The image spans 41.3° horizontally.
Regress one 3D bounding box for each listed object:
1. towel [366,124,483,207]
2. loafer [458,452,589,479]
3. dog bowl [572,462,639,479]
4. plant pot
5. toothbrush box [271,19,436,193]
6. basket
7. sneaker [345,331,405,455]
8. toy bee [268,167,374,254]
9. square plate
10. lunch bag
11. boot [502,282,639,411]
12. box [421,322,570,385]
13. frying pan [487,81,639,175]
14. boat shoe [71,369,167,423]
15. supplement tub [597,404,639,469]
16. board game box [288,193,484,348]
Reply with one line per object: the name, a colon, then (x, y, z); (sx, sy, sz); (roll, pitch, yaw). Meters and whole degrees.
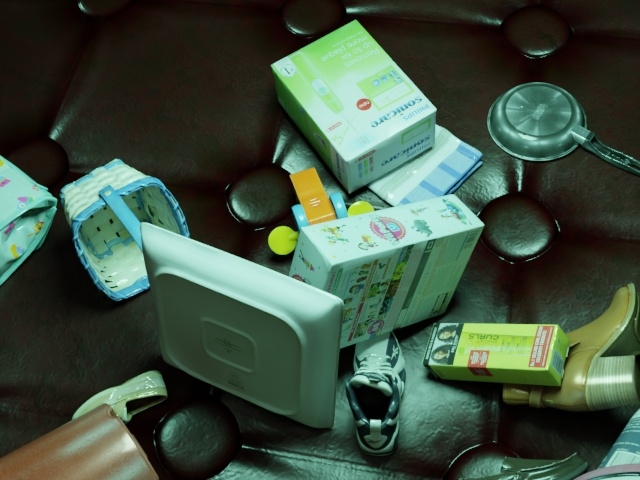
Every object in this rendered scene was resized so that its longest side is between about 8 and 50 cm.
towel: (0.157, -0.181, 1.704); (0.209, 0.034, 0.285); (-42, 65, -16)
loafer: (0.316, 0.374, 1.343); (0.219, 0.080, 0.078); (-18, 61, -4)
dog bowl: (0.444, 0.473, 1.115); (0.407, 0.408, 0.150); (20, 30, 16)
plant pot: (-0.391, 0.407, 1.306); (0.265, 0.272, 0.272); (-32, 62, -21)
toothbrush box: (0.064, -0.267, 1.673); (0.206, 0.122, 0.283); (-30, 64, -11)
basket: (-0.332, 0.001, 1.523); (0.201, 0.255, 0.289); (-29, 50, -14)
sneaker: (0.093, 0.224, 1.409); (0.094, 0.153, 0.235); (6, 61, 8)
toy bee: (0.000, 0.000, 1.568); (0.195, 0.162, 0.298); (-5, 35, 12)
square plate: (-0.134, 0.156, 1.362); (0.347, 0.344, 0.049); (21, 48, 16)
lunch bag: (-0.662, -0.039, 1.635); (0.223, 0.160, 0.262); (34, 75, 23)
boot: (0.433, 0.182, 1.441); (0.220, 0.109, 0.283); (-9, 36, 30)
box: (0.287, 0.187, 1.405); (0.232, 0.058, 0.087); (-2, 55, 40)
frying pan: (0.471, -0.203, 1.680); (0.197, 0.053, 0.326); (-31, 59, -11)
boat shoe: (-0.345, 0.288, 1.469); (0.170, 0.063, 0.059); (-28, 56, -11)
supplement tub: (0.545, 0.336, 1.278); (0.191, 0.191, 0.272); (35, 69, 22)
board game box: (0.096, 0.057, 1.401); (0.303, 0.224, 0.097); (-14, 48, -31)
